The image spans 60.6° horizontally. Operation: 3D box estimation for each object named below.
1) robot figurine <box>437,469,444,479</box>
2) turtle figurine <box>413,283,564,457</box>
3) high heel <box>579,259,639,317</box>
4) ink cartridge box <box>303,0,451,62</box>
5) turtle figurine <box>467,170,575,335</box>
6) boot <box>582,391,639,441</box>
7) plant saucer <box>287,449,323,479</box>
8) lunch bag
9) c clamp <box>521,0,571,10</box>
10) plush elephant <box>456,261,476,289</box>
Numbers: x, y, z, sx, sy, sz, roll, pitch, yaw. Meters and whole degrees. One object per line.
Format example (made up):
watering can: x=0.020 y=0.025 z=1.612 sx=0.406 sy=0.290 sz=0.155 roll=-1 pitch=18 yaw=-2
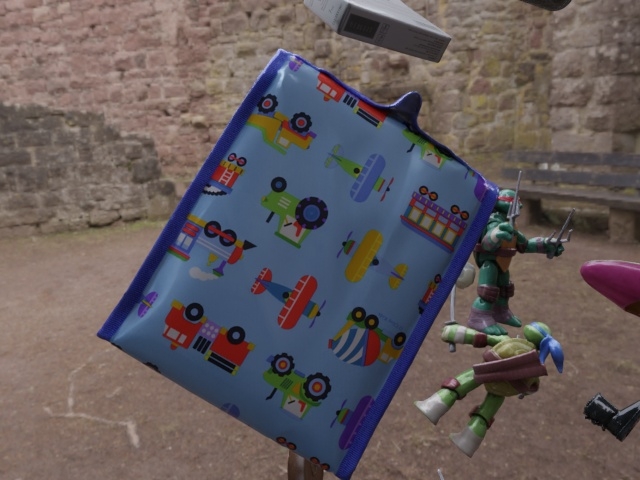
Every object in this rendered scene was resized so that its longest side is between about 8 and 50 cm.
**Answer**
robot figurine: x=0.320 y=0.748 z=1.311 sx=0.299 sy=0.354 sz=0.199 roll=4 pitch=-5 yaw=29
turtle figurine: x=0.305 y=0.250 z=1.040 sx=0.266 sy=0.198 sz=0.274 roll=-46 pitch=34 yaw=-5
high heel: x=0.405 y=0.113 z=0.620 sx=0.244 sy=0.117 sz=0.082 roll=27 pitch=-17 yaw=9
ink cartridge box: x=0.085 y=-0.447 z=1.059 sx=0.275 sy=0.060 sz=0.239 roll=-1 pitch=41 yaw=-39
turtle figurine: x=0.275 y=0.014 z=0.799 sx=0.175 sy=0.234 sz=0.118 roll=0 pitch=14 yaw=-35
boot: x=0.673 y=0.386 z=1.250 sx=0.099 sy=0.121 sz=0.045 roll=39 pitch=-2 yaw=42
plant saucer: x=-0.030 y=0.563 z=1.365 sx=0.036 sy=0.199 sz=0.198 roll=-7 pitch=10 yaw=17
lunch bag: x=0.000 y=0.000 z=0.461 sx=0.220 sy=0.293 sz=0.138 roll=31 pitch=4 yaw=-3
c clamp: x=0.432 y=-0.530 z=1.064 sx=0.160 sy=0.137 sz=0.022 roll=34 pitch=35 yaw=15
plush elephant: x=0.142 y=0.120 z=1.237 sx=0.330 sy=0.256 sz=0.271 roll=34 pitch=-27 yaw=-19
